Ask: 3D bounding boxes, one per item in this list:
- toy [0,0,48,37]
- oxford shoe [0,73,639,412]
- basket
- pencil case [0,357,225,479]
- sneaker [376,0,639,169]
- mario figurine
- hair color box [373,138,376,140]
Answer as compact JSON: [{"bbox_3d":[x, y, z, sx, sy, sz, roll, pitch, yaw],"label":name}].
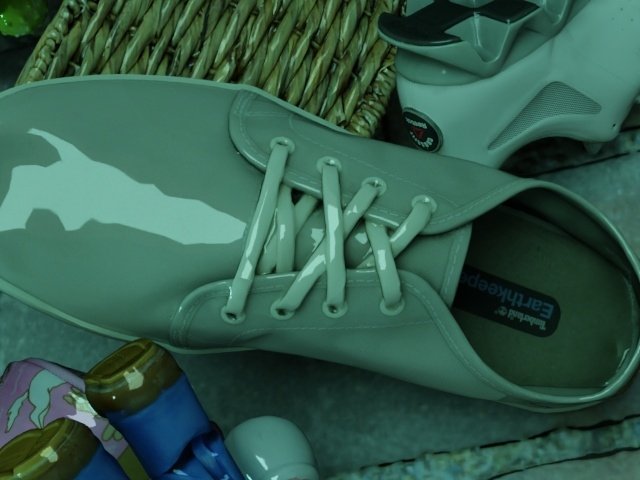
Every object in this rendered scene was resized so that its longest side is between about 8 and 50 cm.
[{"bbox_3d":[-0.213,-0.191,1.138,0.056,0.237,0.137,26,79,-16],"label":"toy"},{"bbox_3d":[0.000,0.000,0.920,0.449,0.130,0.169,15,83,-10],"label":"oxford shoe"},{"bbox_3d":[-0.093,-0.091,1.087,0.223,0.213,0.299,27,74,-13],"label":"basket"},{"bbox_3d":[-0.205,0.259,0.971,0.167,0.160,0.386,31,75,-20],"label":"pencil case"},{"bbox_3d":[0.186,-0.141,1.056,0.330,0.146,0.122,-28,34,-21],"label":"sneaker"},{"bbox_3d":[-0.063,0.222,0.912,0.198,0.170,0.320,-34,100,4],"label":"mario figurine"},{"bbox_3d":[0.045,-0.009,1.065,0.167,0.053,0.093,26,77,23],"label":"hair color box"}]
